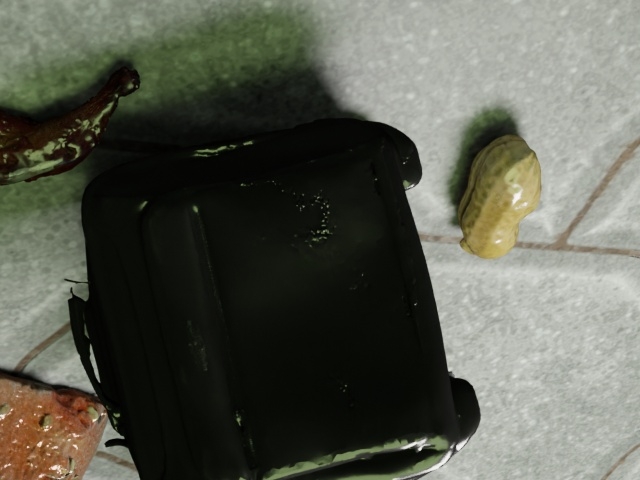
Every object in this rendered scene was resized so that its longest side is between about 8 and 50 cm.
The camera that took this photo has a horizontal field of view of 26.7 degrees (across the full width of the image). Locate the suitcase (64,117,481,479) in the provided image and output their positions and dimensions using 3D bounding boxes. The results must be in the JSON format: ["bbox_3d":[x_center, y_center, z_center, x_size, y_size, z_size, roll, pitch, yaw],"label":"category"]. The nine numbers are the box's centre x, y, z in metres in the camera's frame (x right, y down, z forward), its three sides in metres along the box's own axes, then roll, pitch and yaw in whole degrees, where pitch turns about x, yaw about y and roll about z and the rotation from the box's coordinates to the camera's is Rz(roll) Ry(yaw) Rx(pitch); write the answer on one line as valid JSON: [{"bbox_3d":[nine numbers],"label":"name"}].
[{"bbox_3d":[-0.052,0.077,1.244,0.339,0.345,0.188,-13,-179,-5],"label":"suitcase"}]

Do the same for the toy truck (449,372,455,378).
[{"bbox_3d":[0.151,0.203,1.724,0.044,0.039,0.083,1,138,-1],"label":"toy truck"}]

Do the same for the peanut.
[{"bbox_3d":[0.190,-0.041,1.427,0.080,0.080,0.174,-8,143,-17],"label":"peanut"}]

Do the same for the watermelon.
[{"bbox_3d":[-0.338,0.239,1.495,0.257,0.139,0.193,4,143,-40],"label":"watermelon"}]

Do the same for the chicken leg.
[{"bbox_3d":[-0.251,-0.091,1.187,0.205,0.053,0.093,-19,127,-10],"label":"chicken leg"}]
